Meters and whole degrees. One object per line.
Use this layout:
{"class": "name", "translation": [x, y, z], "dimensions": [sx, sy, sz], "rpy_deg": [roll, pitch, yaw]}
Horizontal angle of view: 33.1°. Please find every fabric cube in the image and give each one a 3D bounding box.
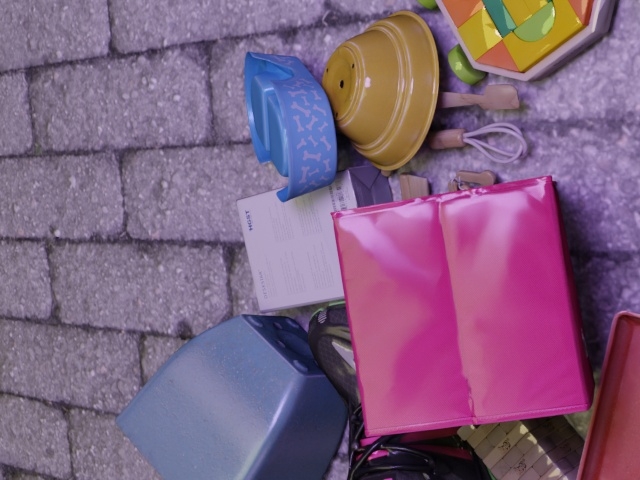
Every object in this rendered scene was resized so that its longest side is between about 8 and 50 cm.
{"class": "fabric cube", "translation": [0.177, 0.071, 1.287], "dimensions": [0.259, 0.254, 0.258], "rpy_deg": [-9, 89, 14]}

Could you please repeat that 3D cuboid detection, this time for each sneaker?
{"class": "sneaker", "translation": [0.118, 0.292, 1.465], "dimensions": [0.185, 0.202, 0.482], "rpy_deg": [-42, 71, 36]}

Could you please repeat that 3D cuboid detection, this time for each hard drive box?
{"class": "hard drive box", "translation": [0.000, 0.000, 1.586], "dimensions": [0.232, 0.089, 0.181], "rpy_deg": [-12, 90, 40]}

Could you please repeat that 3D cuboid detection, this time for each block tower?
{"class": "block tower", "translation": [0.326, 0.336, 1.372], "dimensions": [0.335, 0.091, 0.097], "rpy_deg": [49, 125, 22]}

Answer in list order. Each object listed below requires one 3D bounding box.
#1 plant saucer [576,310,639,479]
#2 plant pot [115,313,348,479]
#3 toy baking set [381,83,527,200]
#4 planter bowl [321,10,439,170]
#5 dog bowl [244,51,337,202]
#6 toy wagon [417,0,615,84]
{"class": "plant saucer", "translation": [0.445, 0.225, 1.243], "dimensions": [0.259, 0.048, 0.259], "rpy_deg": [14, 109, 20]}
{"class": "plant pot", "translation": [-0.101, 0.252, 1.628], "dimensions": [0.247, 0.248, 0.252], "rpy_deg": [42, 106, 27]}
{"class": "toy baking set", "translation": [0.177, -0.124, 1.438], "dimensions": [0.197, 0.030, 0.256], "rpy_deg": [34, 131, 24]}
{"class": "planter bowl", "translation": [0.062, -0.205, 1.443], "dimensions": [0.217, 0.090, 0.217], "rpy_deg": [-14, 75, 61]}
{"class": "dog bowl", "translation": [-0.045, -0.167, 1.513], "dimensions": [0.297, 0.074, 0.165], "rpy_deg": [-121, 25, -60]}
{"class": "toy wagon", "translation": [0.222, -0.371, 1.343], "dimensions": [0.267, 0.068, 0.344], "rpy_deg": [-36, 75, 38]}
